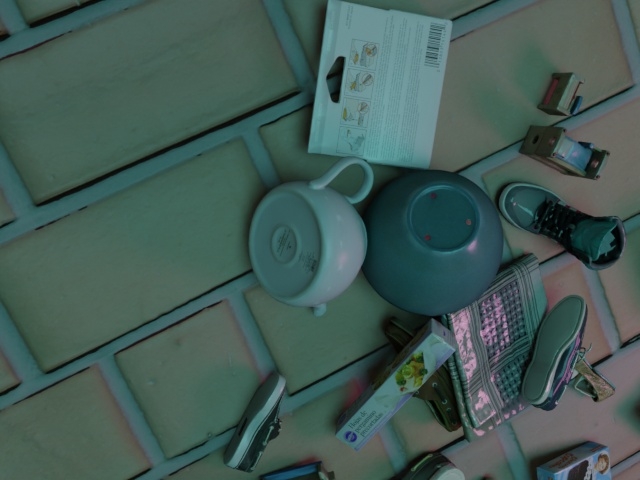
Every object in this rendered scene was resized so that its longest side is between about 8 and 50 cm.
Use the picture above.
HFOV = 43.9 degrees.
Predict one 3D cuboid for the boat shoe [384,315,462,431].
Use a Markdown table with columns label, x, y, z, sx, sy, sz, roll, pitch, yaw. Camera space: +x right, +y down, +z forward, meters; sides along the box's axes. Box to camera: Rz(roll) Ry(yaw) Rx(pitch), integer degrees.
| label | x | y | z | sx | sy | sz | roll | pitch | yaw |
| --- | --- | --- | --- | --- | --- | --- | --- | --- | --- |
| boat shoe | 0.226 | 0.291 | 1.678 | 0.104 | 0.111 | 0.307 | -45 | 109 | -6 |

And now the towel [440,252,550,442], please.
| label | x | y | z | sx | sy | sz | roll | pitch | yaw |
| --- | --- | --- | --- | --- | --- | --- | --- | --- | --- |
| towel | 0.393 | 0.229 | 1.694 | 0.312 | 0.056 | 0.324 | -25 | 109 | -35 |

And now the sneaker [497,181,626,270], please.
| label | x | y | z | sx | sy | sz | roll | pitch | yaw |
| --- | --- | --- | --- | --- | --- | --- | --- | --- | --- |
| sneaker | 0.526 | -0.026 | 1.673 | 0.296 | 0.178 | 0.123 | 25 | 93 | -19 |

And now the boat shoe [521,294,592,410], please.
| label | x | y | z | sx | sy | sz | roll | pitch | yaw |
| --- | --- | --- | --- | --- | --- | --- | --- | --- | --- |
| boat shoe | 0.516 | 0.242 | 1.702 | 0.079 | 0.095 | 0.254 | 29 | 77 | -32 |

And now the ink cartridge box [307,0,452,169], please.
| label | x | y | z | sx | sy | sz | roll | pitch | yaw |
| --- | --- | --- | --- | --- | --- | --- | --- | --- | --- |
| ink cartridge box | 0.108 | -0.300 | 1.553 | 0.261 | 0.066 | 0.296 | 6 | 98 | -18 |

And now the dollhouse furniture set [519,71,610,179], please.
| label | x | y | z | sx | sy | sz | roll | pitch | yaw |
| --- | --- | --- | --- | --- | --- | --- | --- | --- | --- |
| dollhouse furniture set | 0.534 | -0.239 | 1.660 | 0.129 | 0.129 | 0.183 | 22 | 93 | -20 |

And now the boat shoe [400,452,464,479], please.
| label | x | y | z | sx | sy | sz | roll | pitch | yaw |
| --- | --- | --- | --- | --- | --- | --- | --- | --- | --- |
| boat shoe | 0.178 | 0.589 | 1.733 | 0.305 | 0.091 | 0.109 | -42 | 121 | -5 |

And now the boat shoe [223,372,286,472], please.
| label | x | y | z | sx | sy | sz | roll | pitch | yaw |
| --- | --- | --- | --- | --- | --- | --- | --- | --- | --- |
| boat shoe | -0.117 | 0.370 | 1.612 | 0.070 | 0.078 | 0.219 | 26 | 100 | -19 |

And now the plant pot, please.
| label | x | y | z | sx | sy | sz | roll | pitch | yaw |
| --- | --- | --- | --- | --- | --- | --- | --- | --- | --- |
| plant pot | 0.219 | -0.015 | 1.510 | 0.291 | 0.195 | 0.290 | 0 | 76 | 0 |

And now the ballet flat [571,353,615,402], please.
| label | x | y | z | sx | sy | sz | roll | pitch | yaw |
| --- | --- | --- | --- | --- | --- | --- | --- | --- | --- |
| ballet flat | 0.595 | 0.303 | 1.817 | 0.206 | 0.073 | 0.067 | 43 | 95 | -17 |

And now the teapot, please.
| label | x | y | z | sx | sy | sz | roll | pitch | yaw |
| --- | --- | --- | --- | --- | --- | --- | --- | --- | --- |
| teapot | 0.000 | 0.000 | 1.509 | 0.187 | 0.256 | 0.252 | -3 | 74 | -44 |

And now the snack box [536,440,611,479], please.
| label | x | y | z | sx | sy | sz | roll | pitch | yaw |
| --- | --- | --- | --- | --- | --- | --- | --- | --- | --- |
| snack box | 0.605 | 0.653 | 1.859 | 0.187 | 0.060 | 0.321 | -14 | 101 | -30 |

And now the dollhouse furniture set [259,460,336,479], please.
| label | x | y | z | sx | sy | sz | roll | pitch | yaw |
| --- | --- | --- | --- | --- | --- | --- | --- | --- | --- |
| dollhouse furniture set | -0.081 | 0.615 | 1.554 | 0.304 | 0.286 | 0.198 | -15 | 105 | -2 |

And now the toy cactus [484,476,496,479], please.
| label | x | y | z | sx | sy | sz | roll | pitch | yaw |
| --- | --- | --- | --- | --- | --- | --- | --- | --- | --- |
| toy cactus | 0.352 | 0.626 | 1.802 | 0.219 | 0.112 | 0.180 | 38 | 69 | -17 |

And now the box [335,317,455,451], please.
| label | x | y | z | sx | sy | sz | roll | pitch | yaw |
| --- | --- | --- | --- | --- | --- | --- | --- | --- | --- |
| box | 0.149 | 0.295 | 1.609 | 0.063 | 0.067 | 0.324 | 36 | 114 | -6 |
